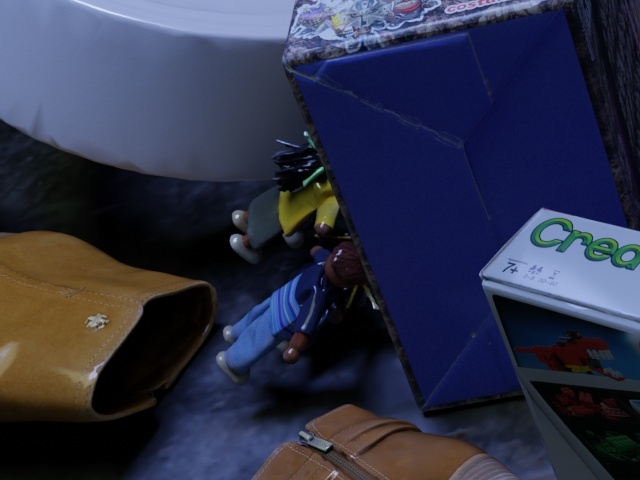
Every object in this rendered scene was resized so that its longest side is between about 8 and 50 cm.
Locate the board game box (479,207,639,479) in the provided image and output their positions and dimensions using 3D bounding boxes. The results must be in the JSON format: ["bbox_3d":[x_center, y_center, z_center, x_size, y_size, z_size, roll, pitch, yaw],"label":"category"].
[{"bbox_3d":[0.215,0.102,0.760,0.305,0.193,0.053,16,51,43],"label":"board game box"}]

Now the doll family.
[{"bbox_3d":[0.000,0.000,1.093,0.111,0.076,0.193,-33,42,35],"label":"doll family"}]

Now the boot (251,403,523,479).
[{"bbox_3d":[0.001,0.155,0.926,0.197,0.073,0.152,-28,34,-30],"label":"boot"}]

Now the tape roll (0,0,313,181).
[{"bbox_3d":[-0.088,-0.148,1.251,0.286,0.100,0.286,9,29,-5],"label":"tape roll"}]

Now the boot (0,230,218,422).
[{"bbox_3d":[-0.212,0.074,1.098,0.211,0.104,0.295,11,32,35],"label":"boot"}]

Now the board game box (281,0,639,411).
[{"bbox_3d":[0.096,-0.096,1.066,0.141,0.232,0.291,-11,36,16],"label":"board game box"}]
